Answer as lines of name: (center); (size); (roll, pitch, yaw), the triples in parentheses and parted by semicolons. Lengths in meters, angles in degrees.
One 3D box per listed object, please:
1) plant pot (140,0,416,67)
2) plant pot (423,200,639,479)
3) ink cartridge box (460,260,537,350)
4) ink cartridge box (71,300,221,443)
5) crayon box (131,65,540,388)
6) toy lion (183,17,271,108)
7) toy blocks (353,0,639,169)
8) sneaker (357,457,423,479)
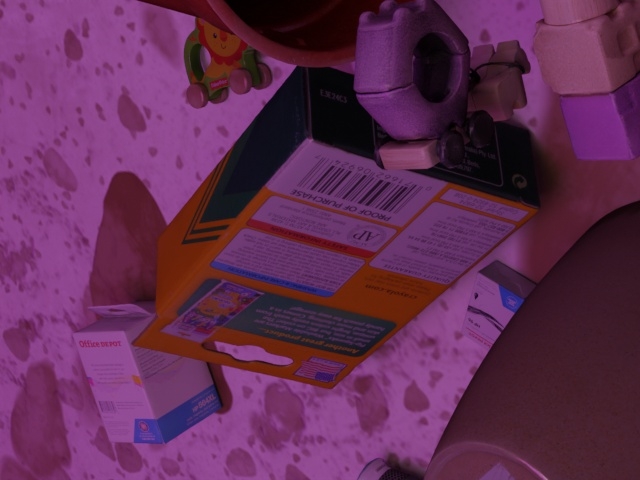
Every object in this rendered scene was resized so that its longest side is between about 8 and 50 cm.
plant pot: (-0.078, -0.277, 1.118); (0.265, 0.272, 0.272); (15, 121, 47)
plant pot: (0.201, 0.134, 1.043); (0.256, 0.274, 0.256); (21, 124, 35)
ink cartridge box: (0.147, 0.065, 1.237); (0.048, 0.028, 0.083); (32, 131, 28)
ink cartridge box: (-0.181, 0.125, 1.535); (0.092, 0.090, 0.143); (-5, 107, 45)
crayon box: (0.000, 0.000, 1.215); (0.323, 0.203, 0.083); (-46, 38, 46)
toy lion: (-0.089, -0.174, 1.336); (0.100, 0.034, 0.096); (-12, 96, 47)
toy blocks: (0.184, -0.213, 0.868); (0.309, 0.288, 0.260); (0, 117, 46)
sneaker: (0.079, 0.287, 1.399); (0.076, 0.065, 0.166); (7, 118, 37)
